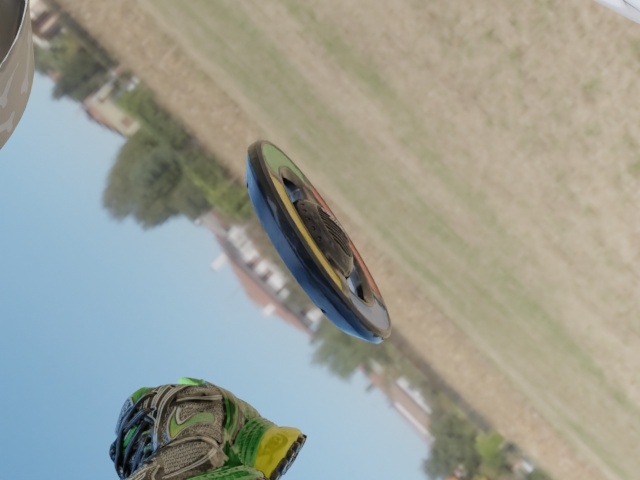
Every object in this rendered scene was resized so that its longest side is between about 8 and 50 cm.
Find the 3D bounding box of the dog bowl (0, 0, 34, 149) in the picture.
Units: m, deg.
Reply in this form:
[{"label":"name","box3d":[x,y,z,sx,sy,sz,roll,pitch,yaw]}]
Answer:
[{"label":"dog bowl","box3d":[-0.405,-0.154,0.948,0.349,0.349,0.102,43,161,26]}]

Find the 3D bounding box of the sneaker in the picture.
[{"label":"sneaker","box3d":[-0.123,0.197,0.907,0.146,0.134,0.343,32,-174,6]}]

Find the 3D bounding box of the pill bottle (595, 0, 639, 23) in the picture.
[{"label":"pill bottle","box3d":[0.143,-0.188,0.437,0.112,0.186,0.112,30,-167,-8]}]

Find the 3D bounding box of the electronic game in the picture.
[{"label":"electronic game","box3d":[0.000,0.000,1.088,0.229,0.048,0.229,53,-169,-14]}]
